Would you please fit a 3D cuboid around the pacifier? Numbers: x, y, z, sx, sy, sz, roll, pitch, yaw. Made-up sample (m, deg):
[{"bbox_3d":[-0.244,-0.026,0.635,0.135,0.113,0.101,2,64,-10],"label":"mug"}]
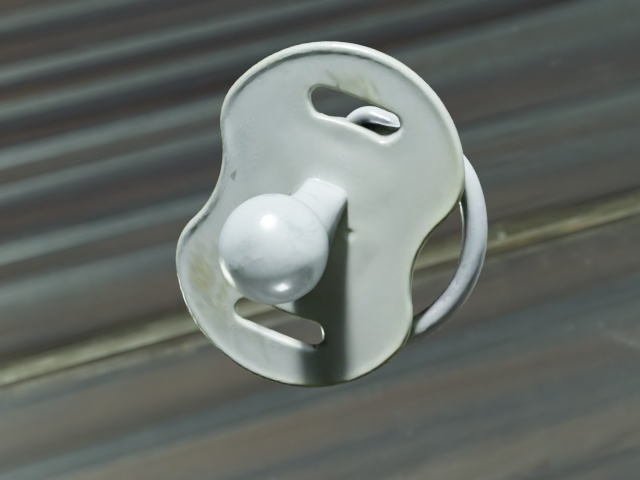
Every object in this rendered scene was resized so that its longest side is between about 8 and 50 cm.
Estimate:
[{"bbox_3d":[0.000,0.000,0.417,0.064,0.068,0.083,-41,-27,-68],"label":"pacifier"}]
